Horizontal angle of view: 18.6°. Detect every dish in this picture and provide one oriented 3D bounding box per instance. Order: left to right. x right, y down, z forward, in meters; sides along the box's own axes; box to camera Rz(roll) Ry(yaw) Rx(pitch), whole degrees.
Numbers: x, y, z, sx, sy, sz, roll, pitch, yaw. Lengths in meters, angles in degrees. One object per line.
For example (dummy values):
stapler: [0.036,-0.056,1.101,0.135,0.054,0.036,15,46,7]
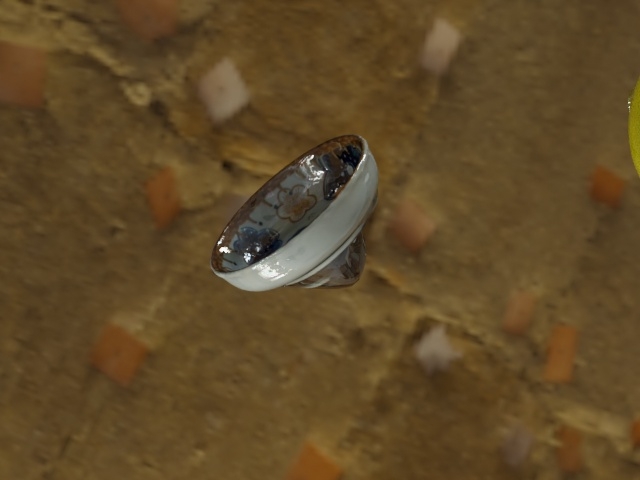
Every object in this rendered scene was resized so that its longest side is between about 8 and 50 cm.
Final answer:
dish: [0.000,0.000,1.369,0.078,0.141,0.141,48,-113,-20]

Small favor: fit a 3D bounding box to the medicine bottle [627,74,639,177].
medicine bottle: [0.253,-0.030,0.943,0.076,0.309,0.111,-25,-69,-16]
